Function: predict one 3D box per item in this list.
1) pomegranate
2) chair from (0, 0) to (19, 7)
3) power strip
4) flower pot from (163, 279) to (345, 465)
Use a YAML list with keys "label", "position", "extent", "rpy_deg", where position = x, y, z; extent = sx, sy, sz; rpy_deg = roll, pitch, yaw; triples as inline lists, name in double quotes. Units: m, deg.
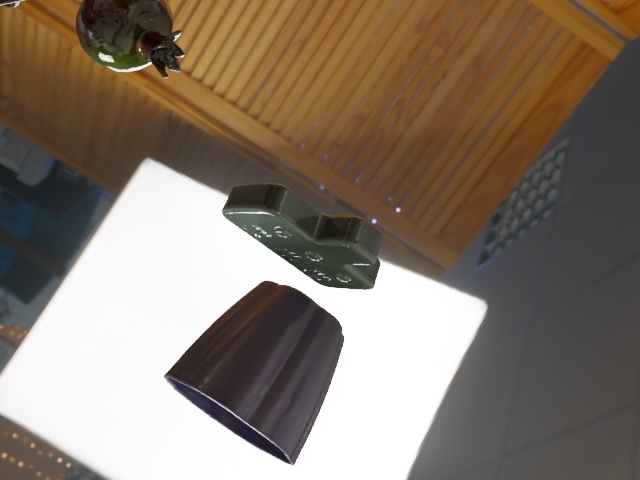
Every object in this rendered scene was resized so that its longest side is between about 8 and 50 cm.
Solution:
- label: "pomegranate"
  position: [-0.254, -0.277, 0.984]
  extent: [0.129, 0.129, 0.159]
  rpy_deg: [-55, -139, 18]
- label: "chair"
  position: [-0.432, -0.319, 0.914]
  extent: [0.222, 0.104, 0.095]
  rpy_deg: [-40, 132, -34]
- label: "power strip"
  position: [0.000, 0.000, 1.110]
  extent: [0.194, 0.265, 0.059]
  rpy_deg: [1, -117, 44]
- label: "flower pot"
  position: [-0.092, 0.214, 1.281]
  extent: [0.243, 0.265, 0.265]
  rpy_deg: [-56, -173, -24]
